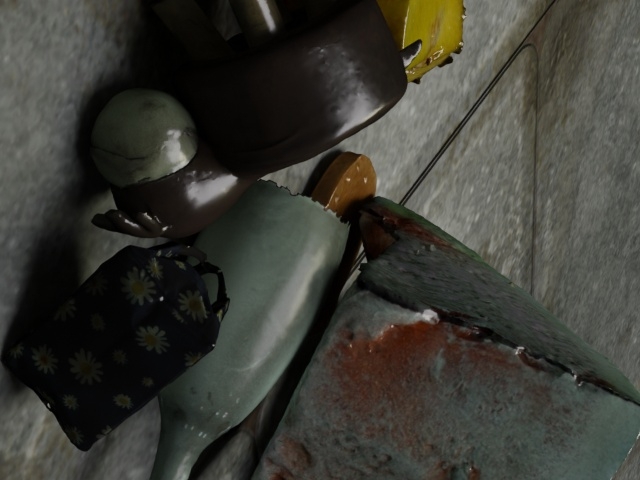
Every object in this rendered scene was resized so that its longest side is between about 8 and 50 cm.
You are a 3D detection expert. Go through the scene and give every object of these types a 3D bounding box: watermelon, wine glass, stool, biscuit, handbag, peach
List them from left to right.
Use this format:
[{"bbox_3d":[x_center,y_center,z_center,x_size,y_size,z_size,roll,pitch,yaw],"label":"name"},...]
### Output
[{"bbox_3d":[-0.101,0.041,0.956,0.115,0.072,0.139,-40,-175,21],"label":"handbag"},{"bbox_3d":[-0.085,0.126,1.123,0.264,0.096,0.309,112,1,-79],"label":"wine glass"},{"bbox_3d":[-0.047,-0.087,0.937,0.217,0.125,0.121,-31,107,-10],"label":"stool"},{"bbox_3d":[-0.001,0.000,1.212,0.140,0.023,0.118,-66,156,-8],"label":"biscuit"},{"bbox_3d":[0.029,0.098,1.121,0.290,0.320,0.213,-36,137,3],"label":"watermelon"},{"bbox_3d":[0.033,-0.154,1.053,0.151,0.118,0.151,-34,175,-3],"label":"peach"}]
